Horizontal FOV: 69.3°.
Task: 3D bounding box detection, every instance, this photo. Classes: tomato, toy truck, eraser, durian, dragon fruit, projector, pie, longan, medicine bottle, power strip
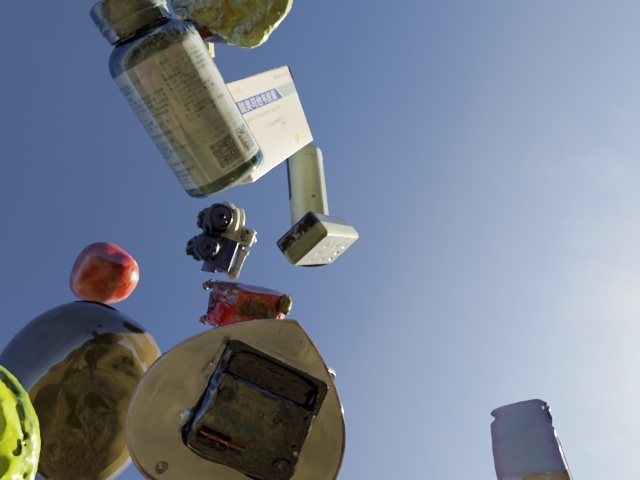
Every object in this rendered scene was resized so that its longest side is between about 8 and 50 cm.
[{"bbox_3d":[-0.609,0.099,1.299,0.187,0.151,0.187,0,-97,-2],"label":"tomato"},{"bbox_3d":[-0.279,-0.001,1.346,0.177,0.161,0.213,23,-101,-22],"label":"toy truck"},{"bbox_3d":[0.421,0.512,0.830,0.122,0.272,0.359,-21,-89,21],"label":"eraser"},{"bbox_3d":[-0.370,0.209,0.473,0.139,0.250,0.101,-28,-18,-39],"label":"durian"},{"bbox_3d":[-0.202,0.189,1.217,0.211,0.282,0.147,14,-97,-64],"label":"dragon fruit"},{"bbox_3d":[-0.032,-0.098,1.270,0.108,0.108,0.338,12,-121,-34],"label":"projector"},{"bbox_3d":[-0.196,-0.534,1.029,0.105,0.274,0.257,69,-154,-63],"label":"pie"},{"bbox_3d":[-0.511,0.323,0.997,0.336,0.404,0.405,18,-81,-43],"label":"longan"},{"bbox_3d":[-0.211,-0.218,0.693,0.141,0.141,0.293,-35,-63,-15],"label":"medicine bottle"},{"bbox_3d":[0.000,0.000,1.008,0.105,0.070,0.256,-44,-16,14],"label":"power strip"}]

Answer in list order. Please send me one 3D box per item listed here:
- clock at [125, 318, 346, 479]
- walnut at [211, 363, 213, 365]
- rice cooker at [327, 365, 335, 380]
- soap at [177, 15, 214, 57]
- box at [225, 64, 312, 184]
[{"bbox_3d":[-0.059,0.149,0.411,0.198,0.064,0.172,30,-104,-12],"label":"clock"},{"bbox_3d":[-0.297,0.433,1.413,0.144,0.144,0.180,-36,-94,-14],"label":"walnut"},{"bbox_3d":[-0.049,0.188,0.574,0.112,0.106,0.165,-35,-41,23],"label":"rice cooker"},{"bbox_3d":[-0.340,-0.590,1.247,0.092,0.252,0.037,-10,-19,7],"label":"soap"},{"bbox_3d":[-0.136,-0.275,1.059,0.343,0.065,0.200,-51,-55,-56],"label":"box"}]
